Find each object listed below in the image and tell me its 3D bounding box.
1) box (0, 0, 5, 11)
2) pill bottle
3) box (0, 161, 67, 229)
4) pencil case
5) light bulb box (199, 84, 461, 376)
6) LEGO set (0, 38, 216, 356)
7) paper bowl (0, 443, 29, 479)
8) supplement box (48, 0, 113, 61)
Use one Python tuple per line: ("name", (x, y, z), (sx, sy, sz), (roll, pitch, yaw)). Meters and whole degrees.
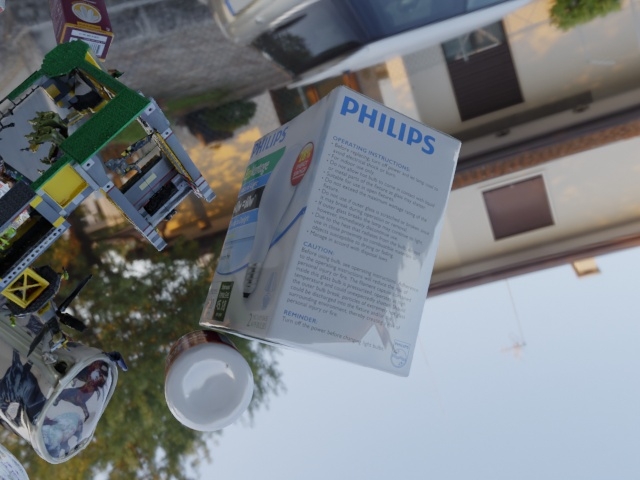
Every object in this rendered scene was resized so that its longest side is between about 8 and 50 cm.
("box", (-0.748, -0.521, 1.198), (0.130, 0.170, 0.091), (-25, -124, 11))
("pill bottle", (-0.175, 0.201, 0.909), (0.121, 0.121, 0.221), (-23, -175, -14))
("box", (-0.732, -0.094, 1.415), (0.159, 0.233, 0.044), (-31, -149, 34))
("pencil case", (-0.484, 0.137, 0.856), (0.410, 0.184, 0.160), (28, -148, 14))
("light bulb box", (0.000, 0.000, 0.964), (0.225, 0.361, 0.358), (20, 167, -23))
("LEGO set", (-0.289, -0.049, 0.695), (0.255, 0.192, 0.331), (24, -112, 30))
("paper bowl", (-0.689, 0.448, 1.068), (0.284, 0.284, 0.148), (-14, -148, 24))
("supplement box", (-0.548, -0.508, 1.362), (0.104, 0.188, 0.081), (1, 145, -38))
